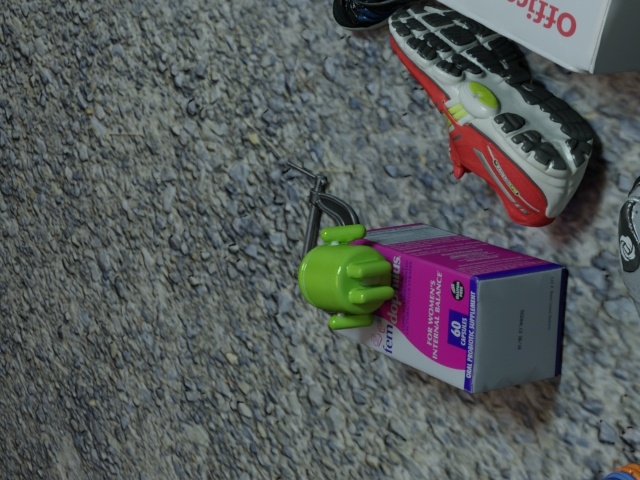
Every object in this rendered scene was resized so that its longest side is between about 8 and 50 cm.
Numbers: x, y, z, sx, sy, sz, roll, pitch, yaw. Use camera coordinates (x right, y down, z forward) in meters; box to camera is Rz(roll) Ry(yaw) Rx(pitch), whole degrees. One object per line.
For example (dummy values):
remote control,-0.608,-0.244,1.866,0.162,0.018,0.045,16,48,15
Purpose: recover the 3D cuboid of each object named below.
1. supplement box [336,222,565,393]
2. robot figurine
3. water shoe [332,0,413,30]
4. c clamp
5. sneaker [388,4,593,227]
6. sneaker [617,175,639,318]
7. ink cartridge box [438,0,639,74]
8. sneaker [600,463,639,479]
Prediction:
supplement box,0.121,0.060,1.284,0.220,0.114,0.111,19,112,55
robot figurine,0.022,0.037,1.265,0.115,0.067,0.101,2,102,56
water shoe,0.056,-0.266,1.344,0.203,0.080,0.073,-14,84,56
c clamp,0.000,0.000,1.536,0.137,0.022,0.161,25,115,46
sneaker,0.140,-0.118,1.235,0.279,0.107,0.118,57,148,36
sneaker,0.300,-0.017,1.031,0.229,0.086,0.132,-57,49,45
ink cartridge box,0.221,-0.315,1.047,0.223,0.129,0.307,40,127,45
sneaker,0.223,0.280,1.196,0.083,0.087,0.221,58,139,33
